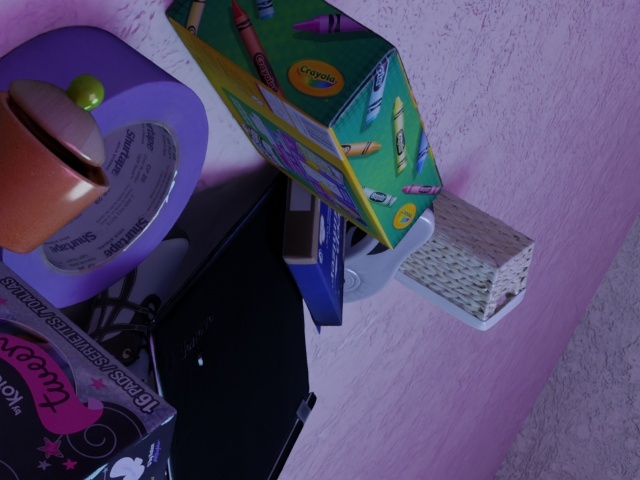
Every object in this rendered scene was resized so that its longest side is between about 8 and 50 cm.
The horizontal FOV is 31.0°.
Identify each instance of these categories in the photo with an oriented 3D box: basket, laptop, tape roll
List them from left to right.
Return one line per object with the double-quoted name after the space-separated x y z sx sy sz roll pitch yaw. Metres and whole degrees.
-0.173 -0.050 0.815 0.189 0.080 0.189 -42 155 -25 "tape roll"
-0.160 0.181 1.092 0.408 0.236 0.382 -33 -170 25 "laptop"
0.187 0.021 1.524 0.113 0.167 0.103 -31 144 -43 "basket"

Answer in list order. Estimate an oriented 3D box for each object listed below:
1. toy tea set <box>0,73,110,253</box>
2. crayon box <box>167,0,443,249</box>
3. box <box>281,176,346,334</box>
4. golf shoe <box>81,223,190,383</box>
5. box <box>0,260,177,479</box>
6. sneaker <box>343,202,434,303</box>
-0.205 -0.109 0.507 0.124 0.200 0.336 -47 158 6 "toy tea set"
-0.001 -0.107 0.955 0.081 0.165 0.278 -51 158 -7 "crayon box"
0.000 0.000 1.194 0.225 0.037 0.136 71 20 -65 "box"
-0.165 0.079 1.002 0.198 0.094 0.077 -52 157 -8 "golf shoe"
-0.231 0.114 0.716 0.142 0.247 0.163 -35 151 -41 "box"
0.062 -0.019 1.331 0.217 0.079 0.121 -40 -146 45 "sneaker"
